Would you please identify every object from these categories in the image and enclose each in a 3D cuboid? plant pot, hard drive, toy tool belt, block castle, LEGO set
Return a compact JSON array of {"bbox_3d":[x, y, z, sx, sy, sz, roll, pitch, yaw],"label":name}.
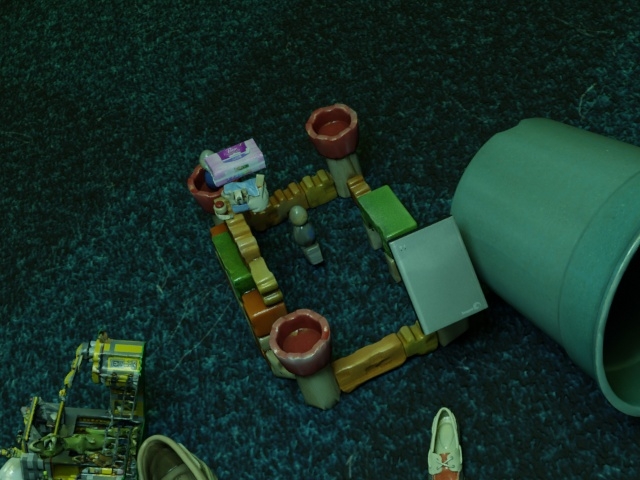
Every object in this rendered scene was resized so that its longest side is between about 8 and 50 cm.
[{"bbox_3d":[0.371,0.003,1.468,0.341,0.341,0.334,-36,41,-17],"label":"plant pot"},{"bbox_3d":[0.155,0.045,1.448,0.094,0.135,0.022,-24,11,-7],"label":"hard drive"},{"bbox_3d":[-0.116,-0.067,1.557,0.083,0.051,0.052,-14,43,1],"label":"toy tool belt"},{"bbox_3d":[0.000,0.000,1.643,0.303,0.212,0.453,-25,46,-7],"label":"block castle"},{"bbox_3d":[-0.342,0.287,1.448,0.192,0.255,0.331,4,53,-4],"label":"LEGO set"}]

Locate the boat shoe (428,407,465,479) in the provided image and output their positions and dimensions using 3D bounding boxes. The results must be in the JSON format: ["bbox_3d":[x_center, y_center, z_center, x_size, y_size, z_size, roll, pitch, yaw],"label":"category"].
[{"bbox_3d":[0.165,0.287,1.443,0.049,0.043,0.137,-3,49,12],"label":"boat shoe"}]

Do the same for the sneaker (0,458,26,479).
[{"bbox_3d":[-0.440,0.370,1.550,0.061,0.053,0.152,18,61,19],"label":"sneaker"}]

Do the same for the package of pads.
[{"bbox_3d":[-0.127,-0.115,1.624,0.083,0.032,0.050,-24,45,-10],"label":"package of pads"}]

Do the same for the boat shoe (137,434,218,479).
[{"bbox_3d":[-0.168,0.360,1.356,0.122,0.110,0.341,-37,27,-5],"label":"boat shoe"}]
